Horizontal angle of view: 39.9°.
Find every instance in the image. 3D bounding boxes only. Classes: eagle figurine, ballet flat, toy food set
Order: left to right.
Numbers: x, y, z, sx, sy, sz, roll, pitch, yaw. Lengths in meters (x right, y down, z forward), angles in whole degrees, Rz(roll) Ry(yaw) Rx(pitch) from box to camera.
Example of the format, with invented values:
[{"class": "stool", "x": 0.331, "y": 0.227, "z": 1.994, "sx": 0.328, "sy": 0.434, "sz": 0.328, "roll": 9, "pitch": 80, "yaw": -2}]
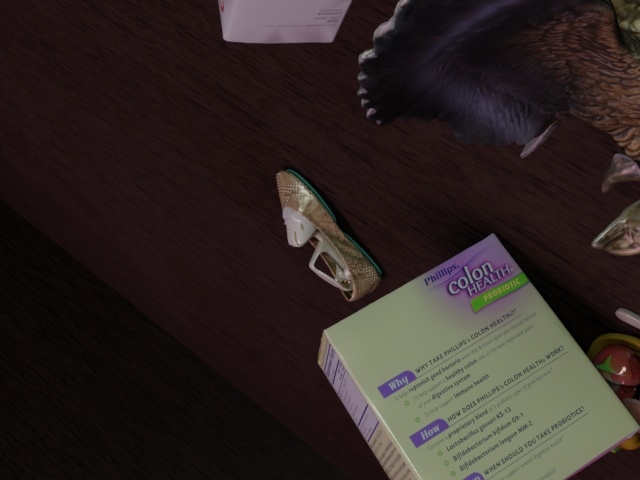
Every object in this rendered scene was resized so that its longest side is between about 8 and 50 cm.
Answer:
[{"class": "ballet flat", "x": 0.000, "y": 0.000, "z": 1.161, "sx": 0.206, "sy": 0.067, "sz": 0.073, "roll": 48, "pitch": 159, "yaw": -11}, {"class": "eagle figurine", "x": 0.160, "y": -0.118, "z": 0.470, "sx": 0.225, "sy": 0.226, "sz": 0.298, "roll": -29, "pitch": 131, "yaw": 31}, {"class": "toy food set", "x": 0.317, "y": 0.164, "z": 0.902, "sx": 0.128, "sy": 0.071, "sz": 0.218, "roll": 34, "pitch": 157, "yaw": 23}]

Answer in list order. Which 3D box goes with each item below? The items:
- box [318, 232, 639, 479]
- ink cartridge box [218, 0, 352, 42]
[{"class": "box", "x": 0.150, "y": 0.156, "z": 0.899, "sx": 0.243, "sy": 0.213, "sz": 0.117, "roll": 56, "pitch": 164, "yaw": 18}, {"class": "ink cartridge box", "x": -0.018, "y": -0.251, "z": 0.583, "sx": 0.219, "sy": 0.092, "sz": 0.160, "roll": 128, "pitch": 136, "yaw": -68}]
